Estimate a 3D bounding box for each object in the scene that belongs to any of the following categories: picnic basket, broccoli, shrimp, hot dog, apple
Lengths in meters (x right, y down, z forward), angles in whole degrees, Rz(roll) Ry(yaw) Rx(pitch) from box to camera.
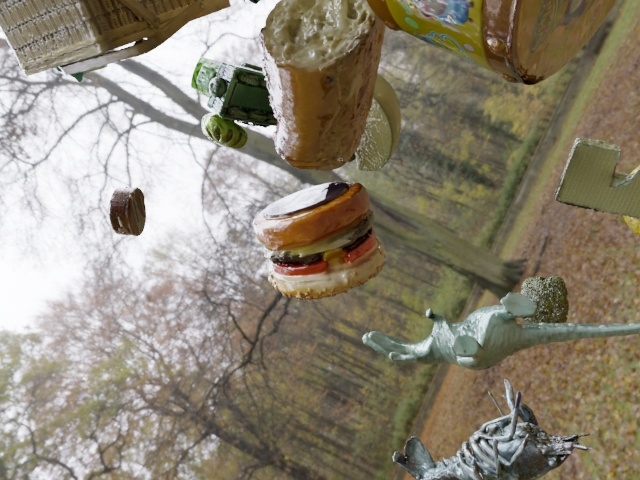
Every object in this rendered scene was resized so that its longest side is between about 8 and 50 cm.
[{"bbox_3d":[-0.325,-0.379,0.828,0.313,0.228,0.175,-51,-49,-47],"label":"picnic basket"},{"bbox_3d":[0.521,0.144,1.234,0.120,0.131,0.130,-9,-11,-29],"label":"broccoli"},{"bbox_3d":[0.311,0.396,1.013,0.222,0.166,0.410,-21,-22,-45],"label":"shrimp"},{"bbox_3d":[0.014,-0.317,0.963,0.365,0.196,0.367,86,-160,-61],"label":"hot dog"},{"bbox_3d":[0.069,-0.330,1.436,0.257,0.296,0.233,63,-155,-52],"label":"apple"}]

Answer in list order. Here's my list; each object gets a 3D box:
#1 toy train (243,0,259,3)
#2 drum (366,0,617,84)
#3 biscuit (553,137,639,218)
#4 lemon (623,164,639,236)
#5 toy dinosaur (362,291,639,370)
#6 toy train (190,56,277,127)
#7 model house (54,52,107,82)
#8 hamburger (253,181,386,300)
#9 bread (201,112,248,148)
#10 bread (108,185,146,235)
[{"bbox_3d":[-0.201,-0.666,1.377,0.138,0.050,0.086,15,-70,-36],"label":"toy train"},{"bbox_3d":[0.241,-0.403,0.593,0.431,0.214,0.430,-40,-29,-28],"label":"drum"},{"bbox_3d":[0.611,-0.118,1.056,0.046,0.250,0.147,-58,-25,-46],"label":"biscuit"},{"bbox_3d":[0.768,-0.091,1.172,0.192,0.193,0.231,96,-164,-51],"label":"lemon"},{"bbox_3d":[0.201,0.091,0.532,0.129,0.383,0.076,17,-113,-57],"label":"toy dinosaur"},{"bbox_3d":[-0.197,-0.392,1.398,0.330,0.178,0.138,-12,-49,-59],"label":"toy train"},{"bbox_3d":[-0.594,-0.451,1.253,0.149,0.101,0.127,-52,-15,-40],"label":"model house"},{"bbox_3d":[0.000,0.000,1.379,0.330,0.330,0.249,-44,-62,-57],"label":"hamburger"},{"bbox_3d":[-0.259,-0.289,1.415,0.130,0.139,0.071,21,-85,-46],"label":"bread"},{"bbox_3d":[-0.604,-0.089,1.675,0.160,0.074,0.160,180,90,-89],"label":"bread"}]
